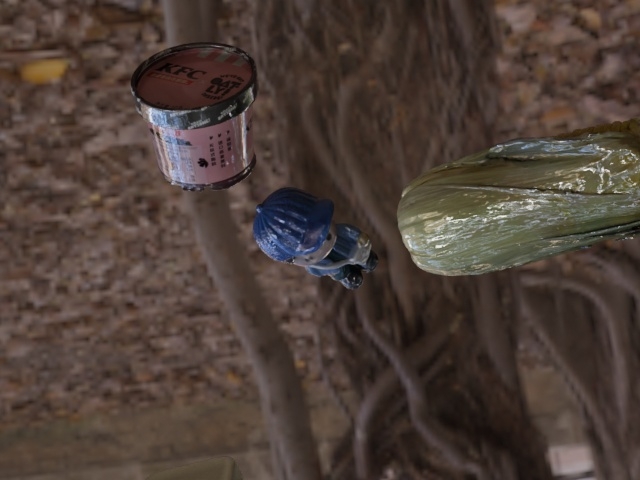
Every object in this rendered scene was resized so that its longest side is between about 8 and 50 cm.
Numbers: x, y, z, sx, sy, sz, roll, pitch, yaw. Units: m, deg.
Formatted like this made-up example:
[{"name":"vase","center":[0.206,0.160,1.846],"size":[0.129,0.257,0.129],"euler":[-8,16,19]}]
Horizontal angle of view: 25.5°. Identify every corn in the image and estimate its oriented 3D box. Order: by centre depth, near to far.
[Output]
[{"name":"corn","center":[0.224,-0.042,1.463],"size":[0.305,0.123,0.122],"euler":[-17,169,31]}]

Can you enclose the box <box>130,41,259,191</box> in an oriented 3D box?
[{"name":"box","center":[-0.145,-0.144,1.702],"size":[0.151,0.151,0.135],"euler":[-7,127,-2]}]

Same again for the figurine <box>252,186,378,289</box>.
[{"name":"figurine","center":[-0.005,-0.005,1.293],"size":[0.077,0.079,0.136],"euler":[-49,151,7]}]

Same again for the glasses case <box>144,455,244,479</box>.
[{"name":"glasses case","center":[-0.165,0.380,1.683],"size":[0.131,0.070,0.313],"euler":[-15,-156,9]}]
